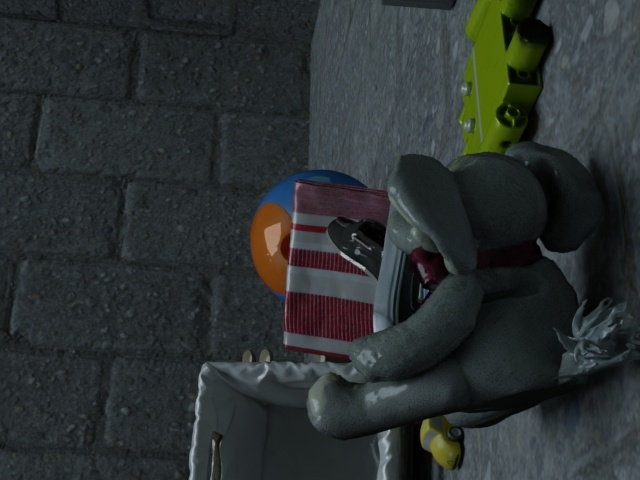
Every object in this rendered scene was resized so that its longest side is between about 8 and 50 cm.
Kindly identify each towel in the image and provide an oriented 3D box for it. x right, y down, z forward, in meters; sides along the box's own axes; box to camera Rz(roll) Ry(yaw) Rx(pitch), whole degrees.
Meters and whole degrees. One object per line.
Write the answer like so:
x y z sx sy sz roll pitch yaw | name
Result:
0.047 0.061 2.023 0.037 0.237 0.329 -20 -64 -69 | towel

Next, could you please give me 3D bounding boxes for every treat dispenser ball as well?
0.000 0.000 2.203 0.288 0.288 0.288 -176 90 -84 | treat dispenser ball

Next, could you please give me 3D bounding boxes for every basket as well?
-0.016 0.375 1.772 0.266 0.331 0.328 45 -134 -69 | basket

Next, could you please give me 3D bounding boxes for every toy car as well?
0.169 0.202 1.621 0.239 0.053 0.225 -124 38 -79 | toy car

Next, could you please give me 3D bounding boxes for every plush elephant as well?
0.147 0.033 1.055 0.330 0.272 0.255 -31 64 47 | plush elephant

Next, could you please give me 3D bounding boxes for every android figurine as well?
0.225 -0.208 1.390 0.273 0.056 0.248 108 164 -59 | android figurine

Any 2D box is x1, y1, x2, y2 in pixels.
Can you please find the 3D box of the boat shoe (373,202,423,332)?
0.152 0.070 1.538 0.121 0.119 0.335 35 -125 -58 | boat shoe

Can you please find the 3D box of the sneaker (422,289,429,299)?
0.158 0.078 1.408 0.059 0.053 0.144 105 166 -51 | sneaker

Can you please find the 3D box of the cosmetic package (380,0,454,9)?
0.172 -0.478 1.712 0.238 0.127 0.107 107 165 -56 | cosmetic package

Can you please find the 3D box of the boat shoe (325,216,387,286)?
0.114 0.021 1.841 0.095 0.112 0.335 -66 31 17 | boat shoe

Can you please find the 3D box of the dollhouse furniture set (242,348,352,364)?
-0.015 0.234 2.203 0.242 0.212 0.161 -11 75 57 | dollhouse furniture set
